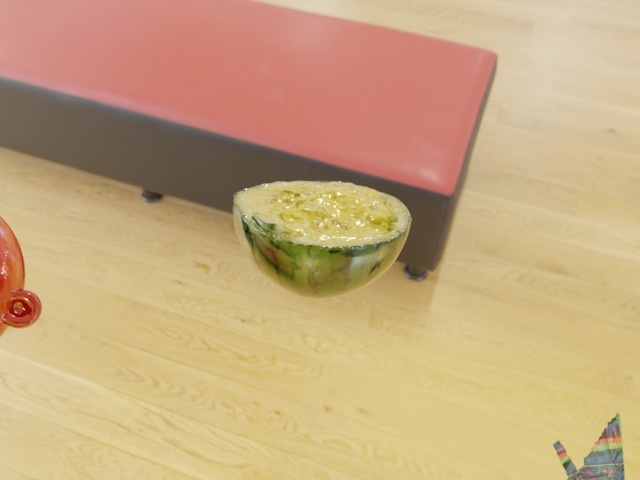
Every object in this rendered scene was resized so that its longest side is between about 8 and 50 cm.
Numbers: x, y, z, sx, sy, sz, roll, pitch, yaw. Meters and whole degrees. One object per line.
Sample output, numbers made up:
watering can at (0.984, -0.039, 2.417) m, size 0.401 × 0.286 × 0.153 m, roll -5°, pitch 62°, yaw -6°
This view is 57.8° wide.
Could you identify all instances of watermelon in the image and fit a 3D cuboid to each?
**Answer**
watermelon at (0.000, 0.000, 0.347) m, size 0.105 × 0.062 × 0.105 m, roll 2°, pitch 23°, yaw -1°

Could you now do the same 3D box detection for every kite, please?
kite at (0.203, 0.190, 0.449) m, size 0.004 × 0.122 × 0.090 m, roll 35°, pitch 11°, yaw -22°

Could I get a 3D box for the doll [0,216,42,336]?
doll at (-0.303, 0.028, 0.414) m, size 0.217 × 0.085 × 0.183 m, roll 22°, pitch 78°, yaw 17°
